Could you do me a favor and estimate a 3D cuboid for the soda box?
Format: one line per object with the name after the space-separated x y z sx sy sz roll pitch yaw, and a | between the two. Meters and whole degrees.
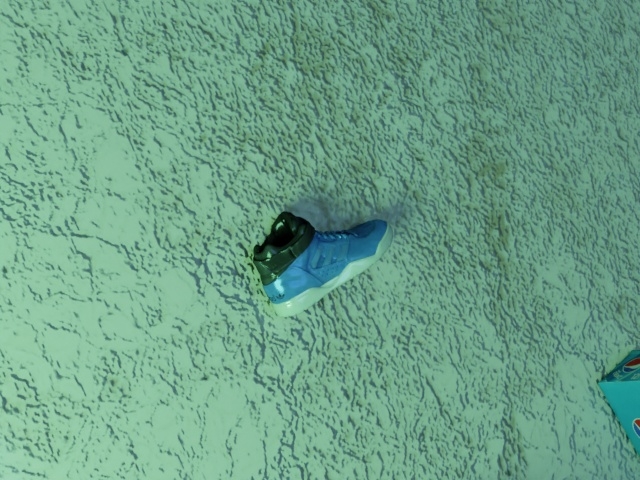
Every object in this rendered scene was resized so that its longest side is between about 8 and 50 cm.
0.397 0.223 1.626 0.067 0.071 0.210 -38 103 -29 | soda box

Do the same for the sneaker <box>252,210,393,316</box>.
0.000 0.000 1.423 0.152 0.058 0.084 -34 110 -24 | sneaker
